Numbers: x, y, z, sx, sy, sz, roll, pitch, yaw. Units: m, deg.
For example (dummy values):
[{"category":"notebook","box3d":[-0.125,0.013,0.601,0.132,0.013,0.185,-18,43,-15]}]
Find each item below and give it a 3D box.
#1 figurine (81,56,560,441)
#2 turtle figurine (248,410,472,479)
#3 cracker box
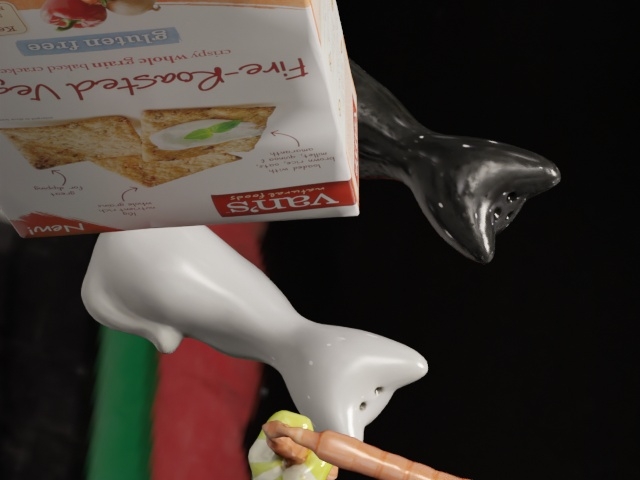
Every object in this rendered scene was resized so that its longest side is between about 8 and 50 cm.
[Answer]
[{"category":"figurine","box3d":[0.000,0.000,1.020,0.209,0.092,0.215,29,-100,30]},{"category":"turtle figurine","box3d":[0.050,0.161,0.625,0.087,0.269,0.217,-54,-168,-15]},{"category":"cracker box","box3d":[-0.072,-0.076,0.700,0.232,0.155,0.067,71,16,-67]}]
